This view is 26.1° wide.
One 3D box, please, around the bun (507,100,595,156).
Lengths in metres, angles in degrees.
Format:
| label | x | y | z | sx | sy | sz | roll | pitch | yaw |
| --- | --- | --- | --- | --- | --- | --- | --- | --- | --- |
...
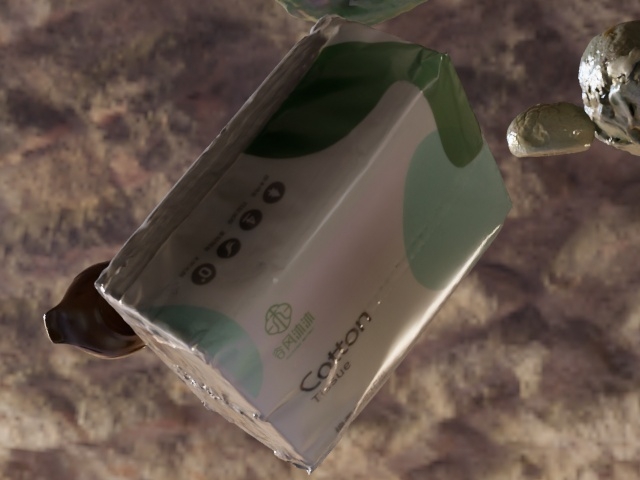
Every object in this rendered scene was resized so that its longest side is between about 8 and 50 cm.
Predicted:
| label | x | y | z | sx | sy | sz | roll | pitch | yaw |
| --- | --- | --- | --- | --- | --- | --- | --- | --- | --- |
| bun | 0.299 | -0.145 | 1.796 | 0.115 | 0.069 | 0.115 | -7 | 1 | 0 |

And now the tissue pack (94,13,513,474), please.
| label | x | y | z | sx | sy | sz | roll | pitch | yaw |
| --- | --- | --- | --- | --- | --- | --- | --- | --- | --- |
| tissue pack | 0.001 | 0.001 | 1.300 | 0.194 | 0.356 | 0.266 | 27 | -18 | 36 |

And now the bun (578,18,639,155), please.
| label | x | y | z | sx | sy | sz | roll | pitch | yaw |
| --- | --- | --- | --- | --- | --- | --- | --- | --- | --- |
| bun | 0.452 | -0.190 | 1.805 | 0.239 | 0.141 | 0.239 | 11 | -23 | 5 |

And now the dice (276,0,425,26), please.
| label | x | y | z | sx | sy | sz | roll | pitch | yaw |
| --- | --- | --- | --- | --- | --- | --- | --- | --- | --- |
| dice | 0.040 | -0.518 | 1.969 | 0.330 | 0.322 | 0.318 | -25 | -40 | 15 |

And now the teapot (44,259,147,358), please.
| label | x | y | z | sx | sy | sz | roll | pitch | yaw |
| --- | --- | --- | --- | --- | --- | --- | --- | --- | --- |
| teapot | -0.218 | 0.073 | 1.389 | 0.078 | 0.098 | 0.129 | -18 | 1 | 42 |
